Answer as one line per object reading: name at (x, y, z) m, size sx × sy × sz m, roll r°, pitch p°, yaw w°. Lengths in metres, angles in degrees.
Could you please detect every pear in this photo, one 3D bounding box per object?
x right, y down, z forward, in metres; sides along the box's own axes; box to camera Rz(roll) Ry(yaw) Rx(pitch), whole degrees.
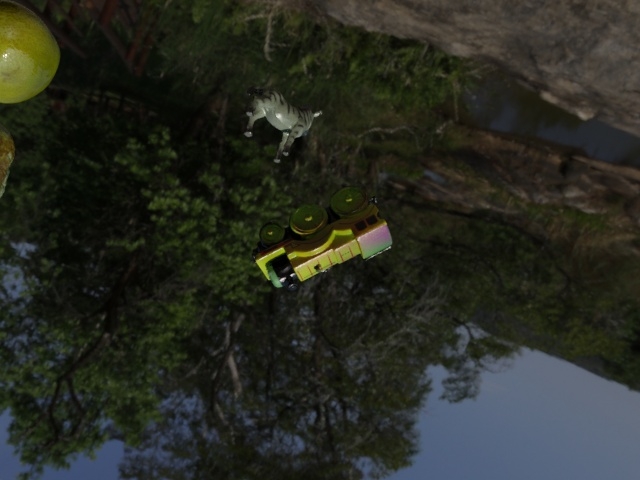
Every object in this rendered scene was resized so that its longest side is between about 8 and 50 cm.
pear at (-0.570, -0.338, 1.012) m, size 0.216 × 0.180 × 0.166 m, roll 22°, pitch -137°, yaw -35°

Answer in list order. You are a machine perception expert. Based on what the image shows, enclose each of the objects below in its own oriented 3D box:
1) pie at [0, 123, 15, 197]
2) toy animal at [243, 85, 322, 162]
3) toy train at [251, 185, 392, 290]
pie at (-0.794, -0.152, 1.328) m, size 0.105 × 0.274 × 0.257 m, roll 15°, pitch 145°, yaw 10°
toy animal at (-0.082, -0.274, 1.287) m, size 0.073 × 0.176 × 0.217 m, roll -4°, pitch 148°, yaw 38°
toy train at (0.000, 0.000, 1.236) m, size 0.160 × 0.296 × 0.100 m, roll 63°, pitch 179°, yaw 38°
